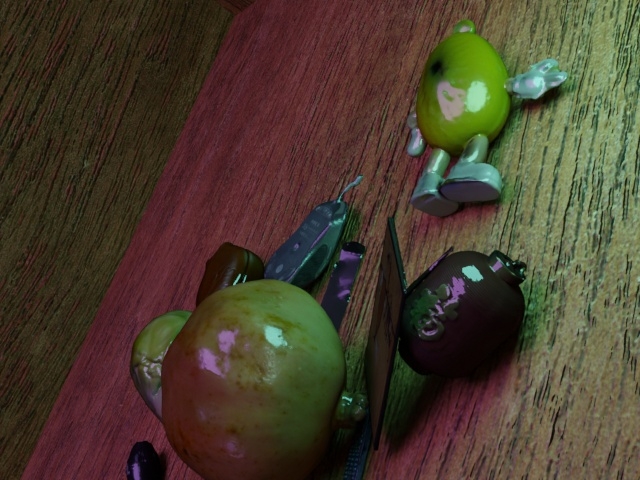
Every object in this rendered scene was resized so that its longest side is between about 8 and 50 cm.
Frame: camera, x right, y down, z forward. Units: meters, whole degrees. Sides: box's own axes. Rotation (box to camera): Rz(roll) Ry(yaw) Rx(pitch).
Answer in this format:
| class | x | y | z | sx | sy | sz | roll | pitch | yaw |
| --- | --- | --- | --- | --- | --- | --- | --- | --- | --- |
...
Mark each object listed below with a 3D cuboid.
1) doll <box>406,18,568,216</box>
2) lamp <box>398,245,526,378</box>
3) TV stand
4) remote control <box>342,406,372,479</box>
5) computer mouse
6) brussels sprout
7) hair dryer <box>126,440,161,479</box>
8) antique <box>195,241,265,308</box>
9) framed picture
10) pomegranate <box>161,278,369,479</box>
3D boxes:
| class | x | y | z | sx | sy | sz | roll | pitch | yaw |
| --- | --- | --- | --- | --- | --- | --- | --- | --- | --- |
| doll | 0.303 | -0.249 | 1.599 | 0.348 | 0.161 | 0.423 | 29 | 89 | 50 |
| lamp | 0.232 | 0.115 | 1.306 | 0.258 | 0.180 | 0.180 | -50 | 28 | 20 |
| TV stand | 0.039 | 0.123 | 1.769 | 0.049 | 0.040 | 0.256 | -11 | 54 | 55 |
| remote control | 0.077 | 0.382 | 1.464 | 0.043 | 0.027 | 0.152 | -10 | 55 | 51 |
| computer mouse | 0.000 | 0.000 | 1.913 | 0.379 | 0.090 | 0.167 | -52 | 28 | 2 |
| brussels sprout | -0.324 | 0.323 | 1.944 | 0.268 | 0.344 | 0.344 | -25 | 25 | -12 |
| hair dryer | -0.501 | 0.694 | 2.085 | 0.271 | 0.091 | 0.235 | -54 | 35 | 36 |
| antique | -0.242 | 0.129 | 2.131 | 0.223 | 0.129 | 0.278 | -50 | 29 | 18 |
| framed picture | 0.113 | 0.163 | 1.397 | 0.255 | 0.014 | 0.338 | -91 | 7 | -60 |
| pomegranate | -0.106 | 0.287 | 1.493 | 0.411 | 0.411 | 0.411 | -40 | 33 | 32 |
